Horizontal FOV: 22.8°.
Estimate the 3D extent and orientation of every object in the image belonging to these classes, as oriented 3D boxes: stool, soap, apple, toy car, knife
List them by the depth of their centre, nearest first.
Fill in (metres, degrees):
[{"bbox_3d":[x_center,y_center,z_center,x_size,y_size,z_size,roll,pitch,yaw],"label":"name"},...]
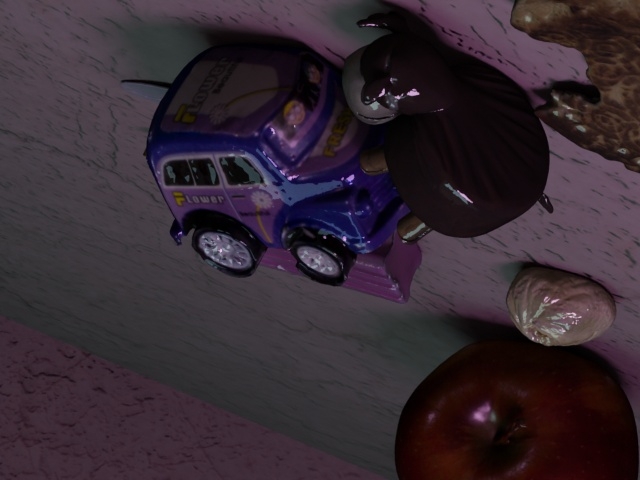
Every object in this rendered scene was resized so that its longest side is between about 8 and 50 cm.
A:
[{"bbox_3d":[0.086,-0.081,1.232,0.217,0.125,0.121,40,146,-21],"label":"stool"},{"bbox_3d":[-0.031,-0.078,1.354,0.235,0.172,0.158,6,144,32],"label":"toy car"},{"bbox_3d":[-0.089,-0.118,1.536,0.244,0.032,0.058,22,167,13],"label":"knife"},{"bbox_3d":[0.000,0.000,1.718,0.203,0.065,0.122,15,163,21],"label":"soap"},{"bbox_3d":[0.237,0.258,1.896,0.288,0.288,0.317,15,172,21],"label":"apple"}]

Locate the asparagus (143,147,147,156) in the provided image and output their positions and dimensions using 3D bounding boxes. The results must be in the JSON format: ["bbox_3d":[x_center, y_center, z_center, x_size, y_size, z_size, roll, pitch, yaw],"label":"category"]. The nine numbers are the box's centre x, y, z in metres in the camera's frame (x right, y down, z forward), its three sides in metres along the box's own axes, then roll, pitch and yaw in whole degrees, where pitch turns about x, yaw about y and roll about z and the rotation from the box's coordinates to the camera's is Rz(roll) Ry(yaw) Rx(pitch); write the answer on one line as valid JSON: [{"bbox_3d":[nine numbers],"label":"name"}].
[{"bbox_3d":[-0.103,-0.080,1.639,0.178,0.041,0.045,17,-152,16],"label":"asparagus"}]

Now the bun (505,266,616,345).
[{"bbox_3d":[0.246,0.076,1.647,0.115,0.069,0.115,19,165,5],"label":"bun"}]

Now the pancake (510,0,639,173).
[{"bbox_3d":[0.246,-0.110,1.119,0.288,0.033,0.286,30,163,-26],"label":"pancake"}]
